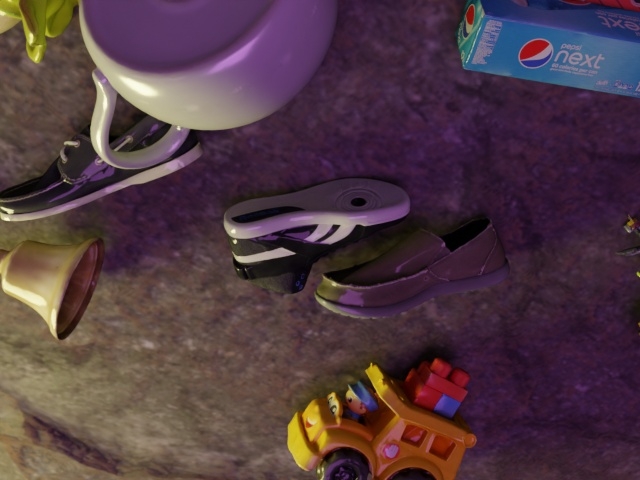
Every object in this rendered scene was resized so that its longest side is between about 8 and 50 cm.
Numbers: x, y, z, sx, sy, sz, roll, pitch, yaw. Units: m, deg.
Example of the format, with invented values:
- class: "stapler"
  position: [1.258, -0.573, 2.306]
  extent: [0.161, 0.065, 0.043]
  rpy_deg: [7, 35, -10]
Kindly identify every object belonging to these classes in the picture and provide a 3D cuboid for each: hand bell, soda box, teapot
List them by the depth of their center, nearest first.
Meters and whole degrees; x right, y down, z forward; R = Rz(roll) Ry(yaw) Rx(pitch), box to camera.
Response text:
- class: "teapot"
  position: [-0.091, -0.201, 0.739]
  extent: [0.255, 0.253, 0.187]
  rpy_deg: [0, 162, 17]
- class: "soda box"
  position: [0.256, -0.212, 0.818]
  extent: [0.210, 0.071, 0.067]
  rpy_deg: [8, 135, -9]
- class: "hand bell"
  position: [-0.389, 0.017, 0.888]
  extent: [0.241, 0.126, 0.126]
  rpy_deg: [19, 115, -2]

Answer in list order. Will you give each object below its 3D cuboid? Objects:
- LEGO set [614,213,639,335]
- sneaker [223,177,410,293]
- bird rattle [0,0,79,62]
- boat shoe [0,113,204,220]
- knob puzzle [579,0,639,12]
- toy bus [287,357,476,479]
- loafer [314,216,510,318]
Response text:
- class: "LEGO set"
  position: [0.532, 0.045, 0.880]
  extent: [0.331, 0.255, 0.192]
  rpy_deg: [-18, 146, 17]
- class: "sneaker"
  position: [0.000, 0.000, 0.922]
  extent: [0.216, 0.079, 0.121]
  rpy_deg: [-7, 128, -1]
- class: "bird rattle"
  position: [-0.326, -0.286, 0.714]
  extent: [0.206, 0.143, 0.254]
  rpy_deg: [-16, 116, 22]
- class: "boat shoe"
  position: [-0.250, -0.088, 0.845]
  extent: [0.233, 0.084, 0.079]
  rpy_deg: [-22, 114, 0]
- class: "knob puzzle"
  position: [0.351, -0.307, 0.809]
  extent: [0.213, 0.030, 0.213]
  rpy_deg: [-2, 118, -4]
- class: "toy bus"
  position: [0.094, 0.237, 1.018]
  extent: [0.220, 0.149, 0.212]
  rpy_deg: [25, 100, -14]
- class: "loafer"
  position: [0.108, 0.025, 0.920]
  extent: [0.251, 0.094, 0.088]
  rpy_deg: [-13, 110, -20]
